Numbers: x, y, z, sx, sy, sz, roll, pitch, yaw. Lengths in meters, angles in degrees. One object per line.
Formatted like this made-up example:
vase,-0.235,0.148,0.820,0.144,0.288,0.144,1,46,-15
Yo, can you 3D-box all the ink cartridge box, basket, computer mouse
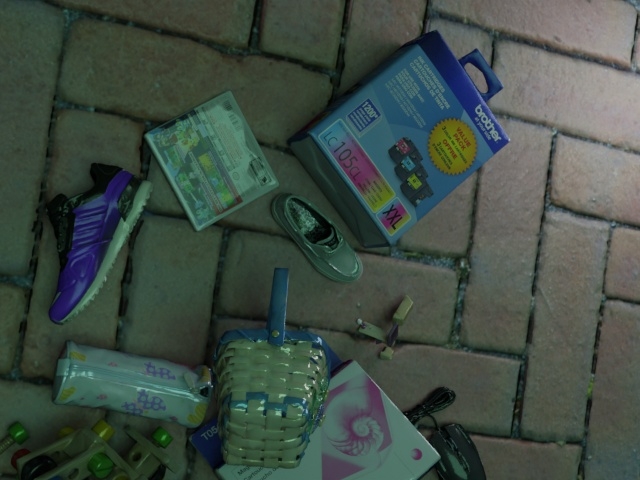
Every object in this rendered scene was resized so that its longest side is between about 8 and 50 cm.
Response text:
ink cartridge box,0.172,-0.211,1.829,0.395,0.151,0.270,-41,103,-18
ink cartridge box,-0.012,0.370,1.701,0.324,0.071,0.330,-37,72,-21
basket,-0.084,0.226,1.621,0.201,0.255,0.289,2,49,-6
computer mouse,0.236,0.440,1.893,0.184,0.060,0.262,-22,97,-20

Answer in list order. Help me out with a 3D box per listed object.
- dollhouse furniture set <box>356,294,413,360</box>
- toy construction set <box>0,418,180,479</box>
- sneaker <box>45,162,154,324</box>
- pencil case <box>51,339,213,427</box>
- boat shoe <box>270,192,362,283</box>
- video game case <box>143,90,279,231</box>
dollhouse furniture set,0.126,0.160,1.881,0.081,0.091,0.114,21,52,20
toy construction set,-0.340,0.380,1.562,0.237,0.309,0.257,-40,110,-22
sneaker,-0.415,-0.004,1.635,0.146,0.102,0.293,30,75,-14
pencil case,-0.325,0.250,1.648,0.273,0.124,0.114,14,85,-19
boat shoe,0.000,-0.001,1.794,0.227,0.081,0.079,44,75,-15
video game case,-0.198,-0.146,1.752,0.183,0.023,0.201,-31,101,-18
